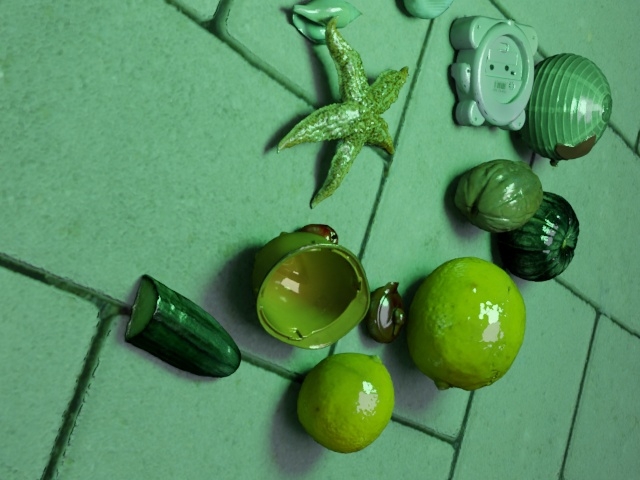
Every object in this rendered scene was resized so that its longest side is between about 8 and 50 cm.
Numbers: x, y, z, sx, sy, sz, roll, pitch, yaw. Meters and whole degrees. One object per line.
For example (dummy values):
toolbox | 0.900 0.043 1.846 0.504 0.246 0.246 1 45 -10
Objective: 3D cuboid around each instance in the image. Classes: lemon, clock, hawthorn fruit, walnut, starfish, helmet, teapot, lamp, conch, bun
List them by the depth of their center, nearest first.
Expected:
helmet | -0.037 0.066 1.621 0.205 0.140 0.257 -39 137 1
lemon | 0.050 0.299 1.690 0.178 0.178 0.203 30 96 -42
hawthorn fruit | -0.005 0.001 1.696 0.077 0.077 0.077 -3 94 -45
conch | 0.012 -0.423 1.707 0.180 0.088 0.065 -12 56 -38
starfish | 0.070 -0.224 1.743 0.347 0.078 0.357 13 91 -53
teapot | 0.140 0.148 1.844 0.098 0.078 0.129 7 87 -45
bun | 0.221 -0.534 1.891 0.141 0.083 0.140 -14 111 -40
lemon | 0.307 0.172 1.899 0.284 0.261 0.260 -44 121 -33
walnut | 0.411 -0.105 2.037 0.230 0.178 0.178 -27 111 -46
clock | 0.395 -0.379 2.055 0.228 0.090 0.247 0 96 -36
lamp | 0.587 -0.316 2.166 0.233 0.233 0.265 44 67 -37

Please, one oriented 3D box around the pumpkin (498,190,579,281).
pumpkin | 0.524 -0.009 2.166 0.221 0.162 0.220 -17 115 -41

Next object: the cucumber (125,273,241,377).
cucumber | -0.212 0.160 1.507 0.244 0.063 0.115 36 68 -42
